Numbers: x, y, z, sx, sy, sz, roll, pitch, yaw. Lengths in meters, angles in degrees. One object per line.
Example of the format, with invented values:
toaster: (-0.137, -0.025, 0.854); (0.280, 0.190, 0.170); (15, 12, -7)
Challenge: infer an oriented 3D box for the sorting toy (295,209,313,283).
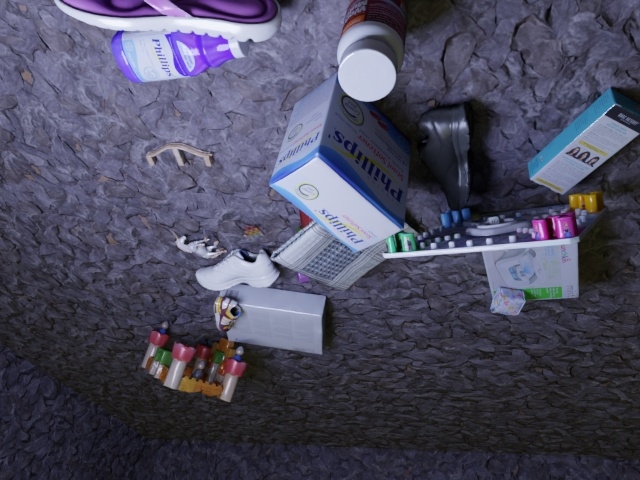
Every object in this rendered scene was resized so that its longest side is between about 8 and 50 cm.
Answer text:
sorting toy: (0.000, 0.000, 1.503); (0.126, 0.127, 0.365); (-7, 140, -13)

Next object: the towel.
towel: (0.080, 0.015, 1.403); (0.324, 0.056, 0.312); (-40, 135, 24)

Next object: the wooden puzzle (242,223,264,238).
wooden puzzle: (-0.209, -0.027, 1.577); (0.083, 0.006, 0.049); (-15, 134, 28)

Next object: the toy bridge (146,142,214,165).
toy bridge: (-0.378, -0.231, 1.358); (0.188, 0.026, 0.063); (2, 139, 11)

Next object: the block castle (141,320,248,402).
block castle: (-0.496, 0.462, 1.995); (0.303, 0.212, 0.453); (25, 166, -27)

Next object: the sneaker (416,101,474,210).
sneaker: (0.296, -0.193, 1.195); (0.130, 0.109, 0.286); (2, 131, 21)

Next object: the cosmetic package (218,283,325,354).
cosmetic package: (-0.170, 0.294, 1.883); (0.377, 0.097, 0.284); (7, 138, 6)

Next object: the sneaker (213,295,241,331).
sneaker: (-0.316, 0.266, 1.762); (0.084, 0.069, 0.185); (11, 142, 11)

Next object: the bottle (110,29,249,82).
bottle: (-0.293, -0.406, 1.073); (0.283, 0.092, 0.118); (-1, 138, 15)

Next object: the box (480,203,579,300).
box: (0.571, 0.041, 1.380); (0.231, 0.126, 0.262); (-6, 137, 22)

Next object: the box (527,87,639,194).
box: (0.583, -0.211, 1.120); (0.101, 0.060, 0.244); (21, 140, -14)

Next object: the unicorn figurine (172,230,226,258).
unicorn figurine: (-0.392, 0.020, 1.636); (0.111, 0.060, 0.162); (-22, 130, 33)

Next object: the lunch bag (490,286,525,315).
lunch bag: (0.520, 0.174, 1.413); (0.071, 0.053, 0.083); (8, 131, 2)

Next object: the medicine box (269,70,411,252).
medicine box: (0.058, -0.170, 1.116); (0.263, 0.289, 0.149); (37, 134, -28)

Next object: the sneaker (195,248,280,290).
sneaker: (-0.283, 0.087, 1.679); (0.297, 0.111, 0.129); (-8, 122, 16)

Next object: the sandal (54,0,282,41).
sandal: (-0.278, -0.471, 0.945); (0.416, 0.169, 0.102); (3, 145, -9)

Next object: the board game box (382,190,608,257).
board game box: (0.392, -0.039, 1.127); (0.390, 0.390, 0.050); (-6, 98, 37)

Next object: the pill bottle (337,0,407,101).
pill bottle: (0.095, -0.362, 0.930); (0.121, 0.221, 0.121); (7, 140, 6)
